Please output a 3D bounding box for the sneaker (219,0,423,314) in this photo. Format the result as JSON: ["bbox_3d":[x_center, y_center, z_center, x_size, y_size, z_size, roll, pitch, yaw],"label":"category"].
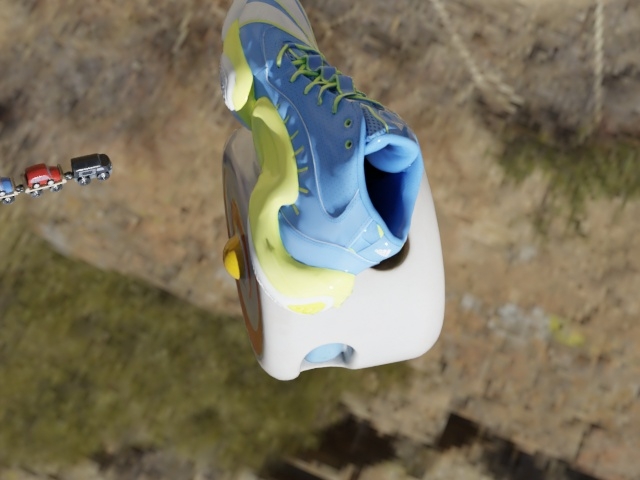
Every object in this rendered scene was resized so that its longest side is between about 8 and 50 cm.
[{"bbox_3d":[0.011,-0.076,1.143,0.126,0.240,0.091,-25,155,35],"label":"sneaker"}]

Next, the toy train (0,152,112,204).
[{"bbox_3d":[-0.301,-0.066,1.905,0.158,0.027,0.036,-15,150,-13],"label":"toy train"}]

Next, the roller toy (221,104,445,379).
[{"bbox_3d":[0.000,0.000,1.301,0.146,0.191,0.209,-10,121,-9],"label":"roller toy"}]
